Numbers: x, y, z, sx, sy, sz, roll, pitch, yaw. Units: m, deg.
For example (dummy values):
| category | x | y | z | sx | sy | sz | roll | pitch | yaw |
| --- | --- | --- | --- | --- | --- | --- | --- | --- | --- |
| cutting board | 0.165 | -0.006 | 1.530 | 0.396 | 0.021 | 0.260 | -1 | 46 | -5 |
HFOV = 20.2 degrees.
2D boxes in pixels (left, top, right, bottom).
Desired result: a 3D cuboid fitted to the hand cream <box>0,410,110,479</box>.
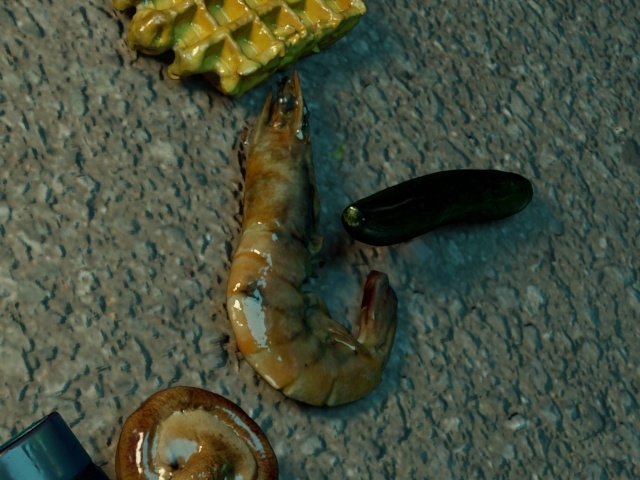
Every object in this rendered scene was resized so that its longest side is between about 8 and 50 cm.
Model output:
| category | x | y | z | sx | sy | sz | roll | pitch | yaw |
| --- | --- | --- | --- | --- | --- | --- | --- | --- | --- |
| hand cream | -0.143 | 0.251 | 1.234 | 0.120 | 0.061 | 0.270 | -36 | 97 | -44 |

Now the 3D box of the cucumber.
| category | x | y | z | sx | sy | sz | roll | pitch | yaw |
| --- | --- | --- | --- | --- | --- | --- | --- | --- | --- |
| cucumber | 0.100 | -0.032 | 1.538 | 0.284 | 0.056 | 0.056 | -11 | 71 | -52 |

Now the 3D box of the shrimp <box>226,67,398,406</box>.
| category | x | y | z | sx | sy | sz | roll | pitch | yaw |
| --- | --- | --- | --- | --- | --- | --- | --- | --- | --- |
| shrimp | 0.000 | 0.000 | 1.476 | 0.169 | 0.058 | 0.296 | 27 | 54 | -33 |

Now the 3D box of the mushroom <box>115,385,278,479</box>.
| category | x | y | z | sx | sy | sz | roll | pitch | yaw |
| --- | --- | --- | --- | --- | --- | --- | --- | --- | --- |
| mushroom | -0.086 | 0.164 | 1.294 | 0.127 | 0.087 | 0.127 | 14 | 62 | -28 |

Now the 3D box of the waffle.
| category | x | y | z | sx | sy | sz | roll | pitch | yaw |
| --- | --- | --- | --- | --- | --- | --- | --- | --- | --- |
| waffle | -0.101 | -0.231 | 1.525 | 0.229 | 0.057 | 0.219 | 52 | 48 | 1 |
